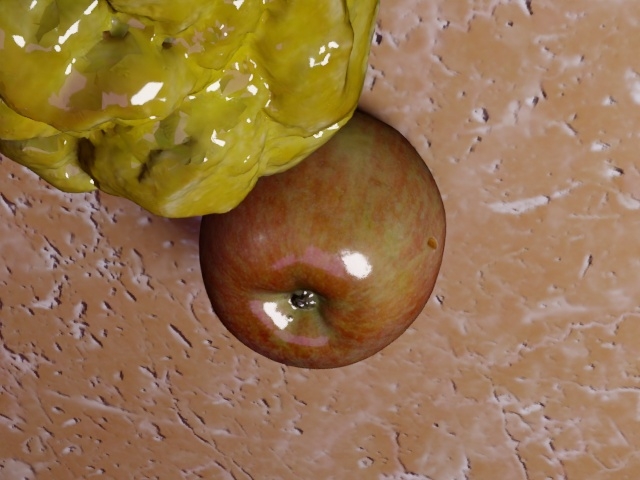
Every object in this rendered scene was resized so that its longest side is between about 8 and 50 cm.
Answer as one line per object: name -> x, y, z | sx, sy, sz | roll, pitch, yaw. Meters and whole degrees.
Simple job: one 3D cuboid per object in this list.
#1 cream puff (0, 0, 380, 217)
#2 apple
cream puff -> -0.130, -0.155, 0.764 | 0.324, 0.257, 0.291 | -41, 83, 33
apple -> 0.000, 0.000, 0.947 | 0.188, 0.174, 0.188 | 5, 127, 7
